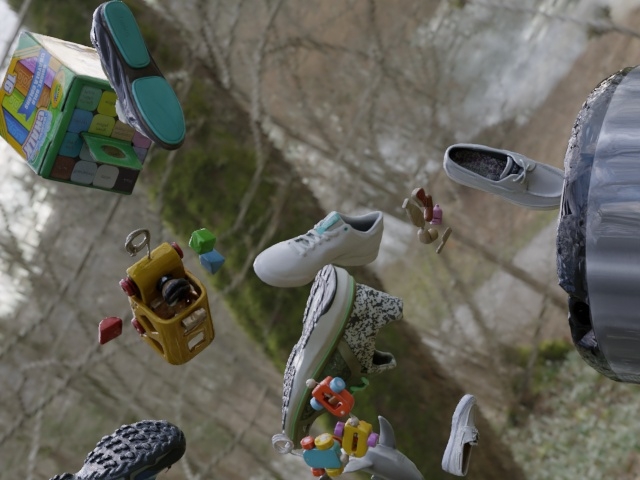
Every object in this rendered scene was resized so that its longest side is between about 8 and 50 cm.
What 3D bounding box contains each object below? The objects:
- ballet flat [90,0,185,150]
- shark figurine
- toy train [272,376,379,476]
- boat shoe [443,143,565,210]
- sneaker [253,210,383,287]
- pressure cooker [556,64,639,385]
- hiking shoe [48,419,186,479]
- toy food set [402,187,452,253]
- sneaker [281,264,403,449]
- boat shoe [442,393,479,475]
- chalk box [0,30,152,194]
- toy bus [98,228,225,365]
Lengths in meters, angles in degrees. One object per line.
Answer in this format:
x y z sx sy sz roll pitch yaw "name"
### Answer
-0.222 -0.187 1.486 0.074 0.203 0.074 -25 -10 -5 "ballet flat"
0.062 0.450 2.466 0.278 0.166 0.116 -15 7 37 "shark figurine"
0.012 0.244 1.662 0.166 0.125 0.046 -51 1 39 "toy train"
0.254 -0.092 1.675 0.066 0.184 0.063 -66 -15 -7 "boat shoe"
0.000 0.000 1.808 0.212 0.080 0.094 -17 -37 -32 "sneaker"
0.500 -0.007 1.302 0.370 0.420 0.375 -40 -55 -47 "pressure cooker"
-0.321 0.393 1.992 0.304 0.132 0.113 -33 31 17 "hiking shoe"
0.171 -0.039 2.027 0.019 0.122 0.078 0 46 41 "toy food set"
0.039 0.234 2.216 0.158 0.182 0.410 -85 11 -52 "sneaker"
0.178 0.239 1.522 0.035 0.035 0.100 16 -90 -52 "boat shoe"
-0.381 -0.196 2.017 0.289 0.180 0.179 37 109 44 "chalk box"
-0.208 0.089 1.772 0.202 0.104 0.191 0 -56 -57 "toy bus"
